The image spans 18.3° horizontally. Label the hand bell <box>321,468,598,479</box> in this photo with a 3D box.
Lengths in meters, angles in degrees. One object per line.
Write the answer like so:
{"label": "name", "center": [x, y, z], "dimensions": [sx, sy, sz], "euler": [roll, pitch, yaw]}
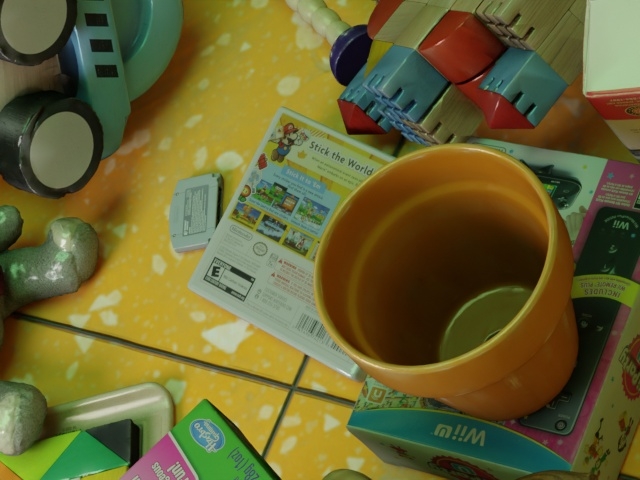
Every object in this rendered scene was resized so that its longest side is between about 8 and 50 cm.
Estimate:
{"label": "hand bell", "center": [0.122, 0.226, 1.656], "dimensions": [0.242, 0.126, 0.126], "euler": [-20, 54, 35]}

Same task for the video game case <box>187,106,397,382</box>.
{"label": "video game case", "center": [0.000, 0.000, 1.922], "dimensions": [0.227, 0.026, 0.206], "euler": [27, 89, 36]}

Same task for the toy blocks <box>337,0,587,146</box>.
{"label": "toy blocks", "center": [0.138, -0.198, 1.843], "dimensions": [0.261, 0.191, 0.381], "euler": [-52, 25, -6]}

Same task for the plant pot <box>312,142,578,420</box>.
{"label": "plant pot", "center": [0.124, 0.054, 1.632], "dimensions": [0.205, 0.188, 0.205], "euler": [-13, 56, 20]}

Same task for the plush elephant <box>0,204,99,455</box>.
{"label": "plush elephant", "center": [-0.423, 0.036, 1.982], "dimensions": [0.330, 0.255, 0.272], "euler": [0, 54, 31]}

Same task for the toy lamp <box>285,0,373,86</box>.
{"label": "toy lamp", "center": [-0.032, -0.262, 2.081], "dimensions": [0.080, 0.080, 0.274], "euler": [-41, 54, 0]}

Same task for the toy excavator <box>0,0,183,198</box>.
{"label": "toy excavator", "center": [-0.229, -0.311, 2.088], "dimensions": [0.445, 0.433, 0.222], "euler": [-28, 31, -37]}

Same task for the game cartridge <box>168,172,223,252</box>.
{"label": "game cartridge", "center": [-0.127, -0.027, 2.032], "dimensions": [0.056, 0.017, 0.083], "euler": [-8, 60, 18]}

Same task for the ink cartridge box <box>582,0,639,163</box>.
{"label": "ink cartridge box", "center": [0.342, -0.132, 1.709], "dimensions": [0.172, 0.237, 0.100], "euler": [-4, 71, 25]}

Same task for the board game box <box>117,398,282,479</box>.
{"label": "board game box", "center": [-0.134, 0.317, 1.606], "dimensions": [0.316, 0.064, 0.242], "euler": [-44, 50, -2]}

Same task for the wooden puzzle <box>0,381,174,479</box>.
{"label": "wooden puzzle", "center": [-0.244, 0.263, 1.907], "dimensions": [0.221, 0.044, 0.238], "euler": [-16, 57, 18]}

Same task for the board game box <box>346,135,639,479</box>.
{"label": "board game box", "center": [0.188, 0.072, 1.769], "dimensions": [0.224, 0.097, 0.303], "euler": [11, 69, 32]}
